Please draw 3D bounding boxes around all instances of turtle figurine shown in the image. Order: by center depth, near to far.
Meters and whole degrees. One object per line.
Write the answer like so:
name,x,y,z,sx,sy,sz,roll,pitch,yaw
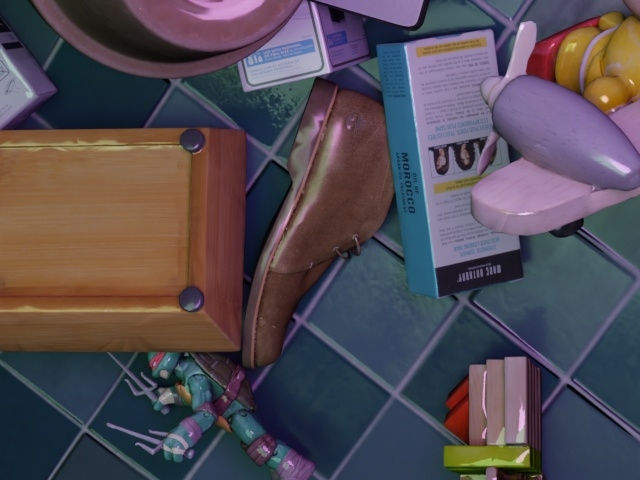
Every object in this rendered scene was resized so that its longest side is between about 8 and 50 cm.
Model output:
turtle figurine,-0.115,0.174,1.622,0.234,0.175,0.118,38,100,-5

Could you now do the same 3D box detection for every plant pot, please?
plant pot,-0.103,-0.234,1.199,0.263,0.229,0.263,-5,109,-13

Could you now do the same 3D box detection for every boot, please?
boot,0.000,0.000,1.587,0.115,0.112,0.305,18,106,-4

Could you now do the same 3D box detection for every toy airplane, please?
toy airplane,0.319,-0.127,1.320,0.384,0.386,0.272,-9,110,16

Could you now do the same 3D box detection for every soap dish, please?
soap dish,-0.222,-0.007,1.578,0.290,0.118,0.229,0,75,4

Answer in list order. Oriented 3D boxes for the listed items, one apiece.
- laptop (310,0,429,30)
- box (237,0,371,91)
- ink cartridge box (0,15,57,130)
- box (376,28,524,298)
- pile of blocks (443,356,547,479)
laptop,-0.077,-0.401,1.285,0.408,0.236,0.382,18,104,9
box,-0.042,-0.295,1.504,0.087,0.169,0.290,-11,96,17
ink cartridge box,-0.441,-0.235,1.682,0.165,0.065,0.333,-37,90,19
box,0.124,-0.074,1.531,0.100,0.060,0.244,-12,99,-25
pile of blocks,0.161,0.285,1.567,0.112,0.149,0.362,-3,100,16
